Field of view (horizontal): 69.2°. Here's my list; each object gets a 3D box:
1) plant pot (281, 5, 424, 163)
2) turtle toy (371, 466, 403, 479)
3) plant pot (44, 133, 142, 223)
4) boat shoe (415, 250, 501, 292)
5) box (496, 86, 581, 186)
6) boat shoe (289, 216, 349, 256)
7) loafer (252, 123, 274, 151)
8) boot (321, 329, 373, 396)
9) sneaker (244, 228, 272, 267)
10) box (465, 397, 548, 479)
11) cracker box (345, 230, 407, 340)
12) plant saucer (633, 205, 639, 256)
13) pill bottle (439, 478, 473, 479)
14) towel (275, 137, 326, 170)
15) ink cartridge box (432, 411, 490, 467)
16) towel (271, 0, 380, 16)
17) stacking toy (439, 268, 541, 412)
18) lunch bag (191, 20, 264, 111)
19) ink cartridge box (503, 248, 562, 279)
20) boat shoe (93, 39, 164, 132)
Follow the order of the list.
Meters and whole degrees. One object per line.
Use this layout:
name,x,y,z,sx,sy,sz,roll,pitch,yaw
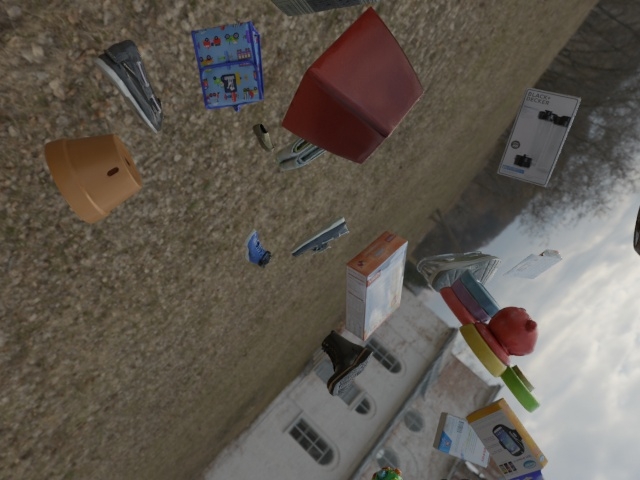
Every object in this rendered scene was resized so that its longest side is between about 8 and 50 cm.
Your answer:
plant pot,0.095,-0.356,1.176,0.267,0.236,0.267,-51,-176,-22
turtle toy,0.183,0.676,1.303,0.095,0.066,0.130,4,143,-19
plant pot,-0.739,-0.229,1.553,0.204,0.290,0.291,-25,163,-7
boat shoe,0.420,0.081,1.378,0.321,0.103,0.118,-6,128,-36
box,0.711,-0.341,1.524,0.087,0.169,0.289,-27,135,-58
boat shoe,0.000,0.000,1.720,0.255,0.079,0.095,-34,-165,-29
loafer,-0.262,-0.480,2.158,0.050,0.148,0.056,-29,-171,44
boot,0.036,0.321,1.233,0.198,0.137,0.076,-21,135,-57
sneaker,-0.184,0.029,1.405,0.058,0.085,0.152,-55,169,-35
box,0.326,0.351,0.806,0.028,0.136,0.081,-17,156,-44
cracker box,0.132,0.111,1.120,0.156,0.067,0.232,-37,142,-33
plant saucer,0.942,-0.041,1.347,0.199,0.036,0.198,-25,119,-58
pill bottle,0.387,0.655,1.125,0.123,0.219,0.122,-159,-90,-76
towel,0.004,-0.359,1.604,0.321,0.090,0.374,-32,-168,-7
ink cartridge box,0.347,0.481,1.123,0.052,0.123,0.088,98,12,-72
towel,0.022,-0.629,1.116,0.324,0.312,0.056,-43,128,-75
stacking toy,0.415,0.208,1.039,0.130,0.279,0.309,-39,-162,13
lunch bag,-0.326,-0.615,1.698,0.221,0.293,0.138,-6,-176,7
ink cartridge box,0.766,0.084,1.693,0.179,0.045,0.145,10,139,-28
boat shoe,-0.448,-0.374,1.170,0.095,0.112,0.335,-45,173,-9
